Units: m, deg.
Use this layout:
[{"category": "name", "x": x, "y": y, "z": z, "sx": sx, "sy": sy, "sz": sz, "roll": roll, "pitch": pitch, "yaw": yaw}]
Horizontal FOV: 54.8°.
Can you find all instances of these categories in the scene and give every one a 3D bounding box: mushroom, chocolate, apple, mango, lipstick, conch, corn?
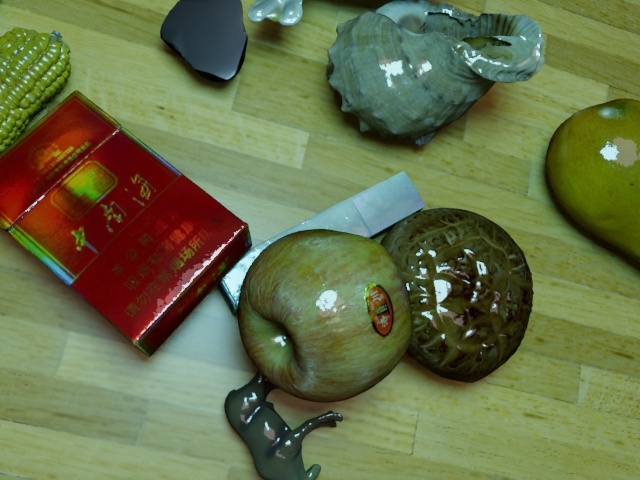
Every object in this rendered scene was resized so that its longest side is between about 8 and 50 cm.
[{"category": "mushroom", "x": 0.190, "y": 0.074, "z": 0.870, "sx": 0.253, "sy": 0.153, "sz": 0.253, "roll": 4, "pitch": 80, "yaw": -23}, {"category": "chocolate", "x": -0.169, "y": -0.295, "z": 0.923, "sx": 0.125, "sy": 0.080, "sz": 0.149, "roll": -11, "pitch": 86, "yaw": -2}, {"category": "apple", "x": 0.007, "y": 0.086, "z": 0.748, "sx": 0.187, "sy": 0.211, "sz": 0.211, "roll": -26, "pitch": 83, "yaw": -39}, {"category": "mango", "x": 0.497, "y": -0.082, "z": 0.965, "sx": 0.317, "sy": 0.173, "sz": 0.211, "roll": 45, "pitch": 73, "yaw": -6}, {"category": "lipstick", "x": 0.000, "y": 0.000, "z": 0.891, "sx": 0.317, "sy": 0.066, "sz": 0.068, "roll": -28, "pitch": 82, "yaw": -17}, {"category": "conch", "x": 0.163, "y": -0.261, "z": 0.927, "sx": 0.324, "sy": 0.186, "sz": 0.263, "roll": 16, "pitch": 59, "yaw": 19}, {"category": "corn", "x": -0.451, "y": -0.154, "z": 0.817, "sx": 0.102, "sy": 0.102, "sz": 0.313, "roll": 32, "pitch": 73, "yaw": -3}]

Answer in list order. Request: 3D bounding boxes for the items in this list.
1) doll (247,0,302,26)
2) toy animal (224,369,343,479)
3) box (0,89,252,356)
[{"category": "doll", "x": -0.012, "y": -0.491, "z": 0.938, "sx": 0.348, "sy": 0.161, "sz": 0.423, "roll": -27, "pitch": 73, "yaw": -12}, {"category": "toy animal", "x": -0.055, "y": 0.285, "z": 0.807, "sx": 0.186, "sy": 0.094, "sz": 0.214, "roll": -38, "pitch": 79, "yaw": -22}, {"category": "box", "x": -0.270, "y": -0.029, "z": 0.797, "sx": 0.313, "sy": 0.089, "sz": 0.197, "roll": 37, "pitch": 73, "yaw": 13}]
